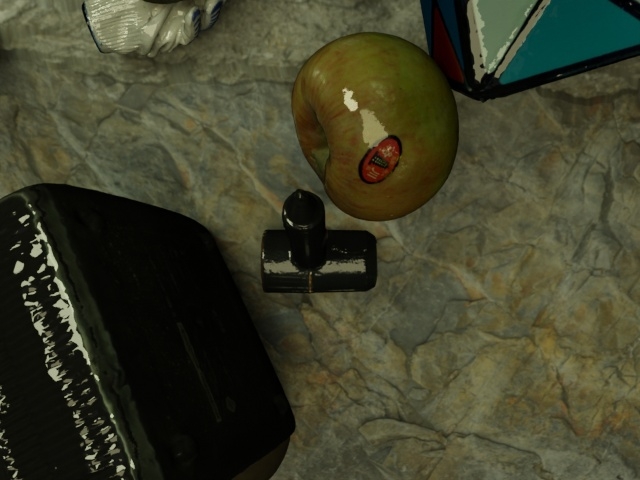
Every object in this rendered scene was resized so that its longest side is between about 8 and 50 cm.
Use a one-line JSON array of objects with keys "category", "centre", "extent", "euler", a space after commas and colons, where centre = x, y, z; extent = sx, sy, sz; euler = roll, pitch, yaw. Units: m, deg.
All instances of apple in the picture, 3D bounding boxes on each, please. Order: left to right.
[{"category": "apple", "centre": [0.074, -0.156, 0.778], "extent": [0.194, 0.261, 0.260], "euler": [-20, 112, -18]}]

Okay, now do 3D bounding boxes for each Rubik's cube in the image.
[{"category": "Rubik's cube", "centre": [0.260, -0.336, 0.702], "extent": [0.250, 0.246, 0.248], "euler": [-16, 112, 5]}]

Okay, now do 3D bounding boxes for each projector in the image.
[{"category": "projector", "centre": [-0.250, 0.155, 0.743], "extent": [0.242, 0.405, 0.395], "euler": [-29, 77, 12]}]

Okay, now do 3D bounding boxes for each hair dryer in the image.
[{"category": "hair dryer", "centre": [0.000, 0.000, 0.802], "extent": [0.189, 0.352, 0.107], "euler": [0, 74, 0]}]

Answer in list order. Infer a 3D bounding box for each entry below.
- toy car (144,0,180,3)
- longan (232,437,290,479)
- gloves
[{"category": "toy car", "centre": [-0.197, -0.415, 0.707], "extent": [0.235, 0.145, 0.235], "euler": [0, 101, 2]}, {"category": "longan", "centre": [-0.149, 0.342, 1.000], "extent": [0.198, 0.198, 0.212], "euler": [42, 83, -14]}, {"category": "gloves", "centre": [-0.219, -0.328, 0.788], "extent": [0.229, 0.097, 0.119], "euler": [-11, 114, 10]}]
